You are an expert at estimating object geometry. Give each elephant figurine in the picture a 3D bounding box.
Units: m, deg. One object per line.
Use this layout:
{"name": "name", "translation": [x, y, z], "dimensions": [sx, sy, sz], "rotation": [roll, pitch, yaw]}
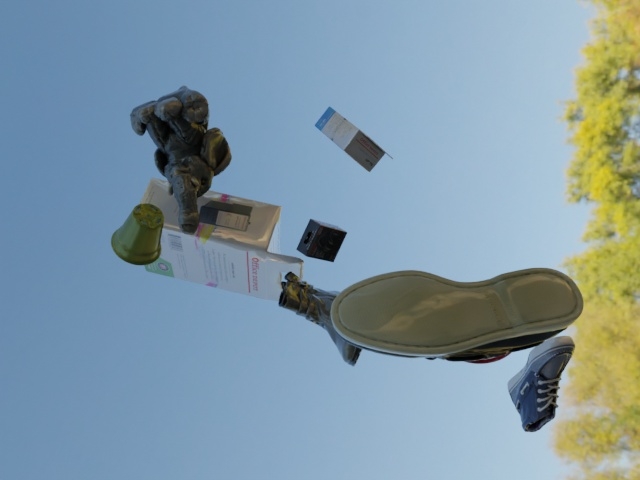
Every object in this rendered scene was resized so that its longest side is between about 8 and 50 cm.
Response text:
{"name": "elephant figurine", "translation": [-0.256, -0.159, 1.402], "dimensions": [0.186, 0.169, 0.240], "rotation": [-30, -67, -29]}

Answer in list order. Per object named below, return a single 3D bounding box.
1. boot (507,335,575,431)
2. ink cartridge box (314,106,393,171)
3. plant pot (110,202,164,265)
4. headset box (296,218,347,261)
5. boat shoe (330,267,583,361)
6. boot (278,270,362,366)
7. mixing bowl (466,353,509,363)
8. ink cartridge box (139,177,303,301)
{"name": "boot", "translation": [0.358, 0.228, 1.151], "dimensions": [0.190, 0.069, 0.086], "rotation": [102, 161, -53]}
{"name": "ink cartridge box", "translation": [0.074, -0.223, 1.654], "dimensions": [0.060, 0.180, 0.104], "rotation": [-50, -48, 7]}
{"name": "plant pot", "translation": [-0.286, -0.016, 1.174], "dimensions": [0.083, 0.083, 0.079], "rotation": [-31, -18, -45]}
{"name": "headset box", "translation": [0.000, 0.000, 1.293], "dimensions": [0.083, 0.032, 0.062], "rotation": [14, -76, -49]}
{"name": "boat shoe", "translation": [0.177, 0.110, 0.990], "dimensions": [0.339, 0.127, 0.113], "rotation": [-8, -33, -13]}
{"name": "boot", "translation": [-0.004, 0.139, 1.331], "dimensions": [0.246, 0.161, 0.084], "rotation": [-106, 38, -74]}
{"name": "mixing bowl", "translation": [0.347, 0.172, 1.612], "dimensions": [0.098, 0.181, 0.182], "rotation": [-72, -24, -55]}
{"name": "ink cartridge box", "translation": [-0.195, 0.007, 1.536], "dimensions": [0.207, 0.353, 0.119], "rotation": [97, -172, -56]}
